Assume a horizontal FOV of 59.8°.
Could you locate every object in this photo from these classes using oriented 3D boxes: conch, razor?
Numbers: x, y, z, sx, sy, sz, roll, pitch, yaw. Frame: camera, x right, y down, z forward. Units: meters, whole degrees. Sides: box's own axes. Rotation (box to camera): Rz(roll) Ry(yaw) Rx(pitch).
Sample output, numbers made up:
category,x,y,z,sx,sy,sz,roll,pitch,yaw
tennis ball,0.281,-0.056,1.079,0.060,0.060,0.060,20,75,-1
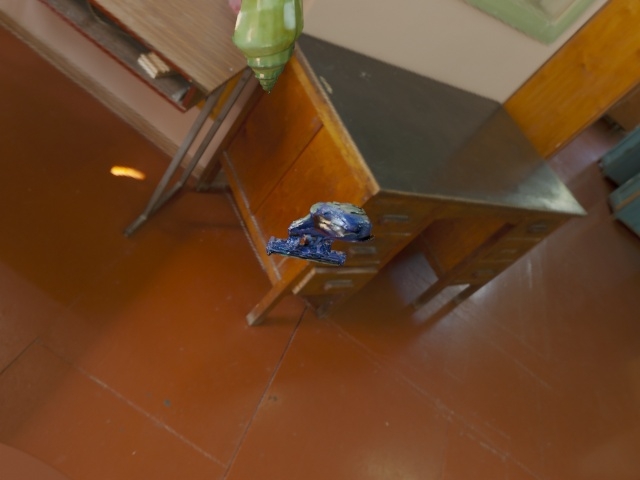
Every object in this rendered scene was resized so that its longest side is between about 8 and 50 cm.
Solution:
category,x,y,z,sx,sy,sz,roll,pitch,yaw
conch,-0.059,-0.266,0.627,0.079,0.201,0.095,-3,23,-31
razor,0.002,-0.012,0.503,0.093,0.324,0.056,10,85,-5
